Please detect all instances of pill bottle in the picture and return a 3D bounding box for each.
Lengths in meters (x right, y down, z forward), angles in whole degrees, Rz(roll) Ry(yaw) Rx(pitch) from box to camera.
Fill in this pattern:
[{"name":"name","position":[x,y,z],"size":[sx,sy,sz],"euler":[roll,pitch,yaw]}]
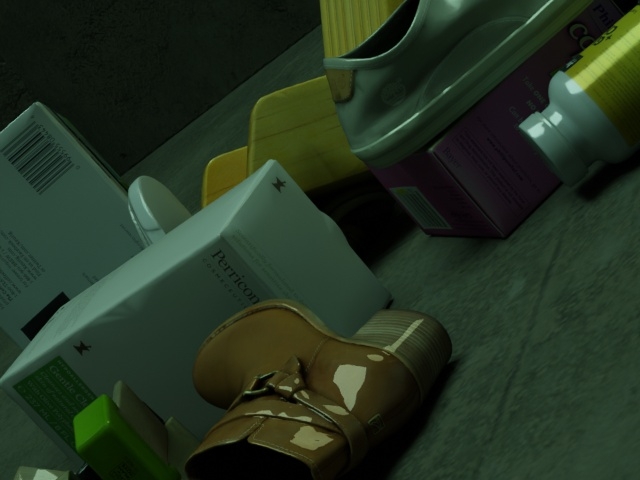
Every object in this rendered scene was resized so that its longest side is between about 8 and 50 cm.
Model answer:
[{"name":"pill bottle","position":[0.273,-0.135,1.505],"size":[0.184,0.103,0.103],"euler":[-40,12,3]}]

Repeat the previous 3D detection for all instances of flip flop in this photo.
[{"name":"flip flop","position":[0.000,0.000,1.902],"size":[0.112,0.080,0.277],"euler":[-23,4,32]}]

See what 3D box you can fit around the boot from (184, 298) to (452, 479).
[{"name":"boot","position":[-0.046,0.148,1.403],"size":[0.283,0.109,0.220],"euler":[-2,27,36]}]

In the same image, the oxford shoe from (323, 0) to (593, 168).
[{"name":"oxford shoe","position":[0.180,-0.255,1.607],"size":[0.449,0.130,0.169],"euler":[-41,11,-4]}]

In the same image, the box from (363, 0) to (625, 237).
[{"name":"box","position":[0.192,-0.125,1.692],"size":[0.243,0.117,0.213],"euler":[-45,12,-12]}]

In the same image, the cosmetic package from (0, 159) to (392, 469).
[{"name":"cosmetic package","position":[-0.132,0.100,1.714],"size":[0.365,0.197,0.155],"euler":[-34,14,37]}]

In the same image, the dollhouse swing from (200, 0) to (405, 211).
[{"name":"dollhouse swing","position":[-0.039,-0.190,1.988],"size":[0.315,0.305,0.347],"euler":[-19,-3,-15]}]

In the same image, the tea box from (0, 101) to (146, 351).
[{"name":"tea box","position":[-0.308,0.024,2.097],"size":[0.220,0.329,0.323],"euler":[-42,2,-3]}]

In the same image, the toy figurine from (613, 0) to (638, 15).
[{"name":"toy figurine","position":[0.314,-0.354,1.912],"size":[0.148,0.209,0.213],"euler":[-28,17,27]}]

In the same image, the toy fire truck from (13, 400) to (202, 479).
[{"name":"toy fire truck","position":[-0.230,0.272,1.567],"size":[0.217,0.158,0.246],"euler":[-49,3,-32]}]

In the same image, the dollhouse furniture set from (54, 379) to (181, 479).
[{"name":"dollhouse furniture set","position":[-0.225,0.275,1.363],"size":[0.301,0.197,0.151],"euler":[-39,13,6]}]

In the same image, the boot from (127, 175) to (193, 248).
[{"name":"boot","position":[-0.176,0.060,1.896],"size":[0.123,0.258,0.095],"euler":[-40,-21,22]}]
